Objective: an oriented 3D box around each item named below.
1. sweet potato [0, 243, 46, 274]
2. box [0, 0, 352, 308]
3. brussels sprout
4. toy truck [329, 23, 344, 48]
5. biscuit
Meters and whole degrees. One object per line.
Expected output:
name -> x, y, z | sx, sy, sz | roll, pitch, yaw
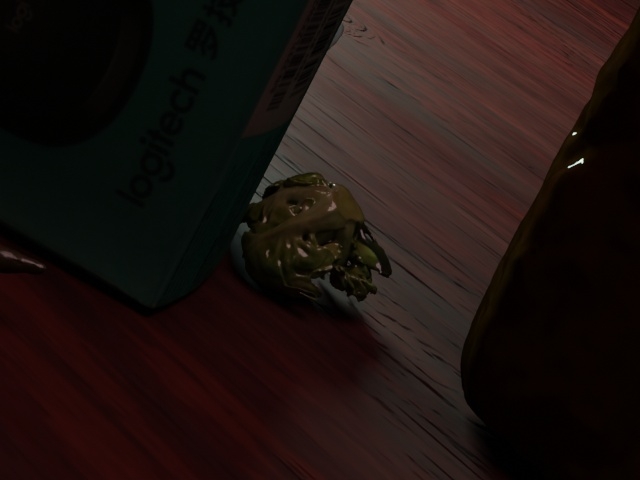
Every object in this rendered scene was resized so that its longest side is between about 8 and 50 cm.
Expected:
sweet potato -> -0.166, -0.006, 0.685 | 0.117, 0.049, 0.049 | 18, 21, -13
box -> -0.150, -0.133, 0.798 | 0.311, 0.205, 0.118 | 30, 17, 5
brussels sprout -> 0.000, 0.000, 0.879 | 0.085, 0.058, 0.085 | 39, 20, -17
toy truck -> -0.155, -0.207, 0.922 | 0.367, 0.175, 0.146 | 48, 21, -3
biscuit -> 0.232, -0.052, 0.894 | 0.166, 0.342, 0.395 | 29, 17, 14
